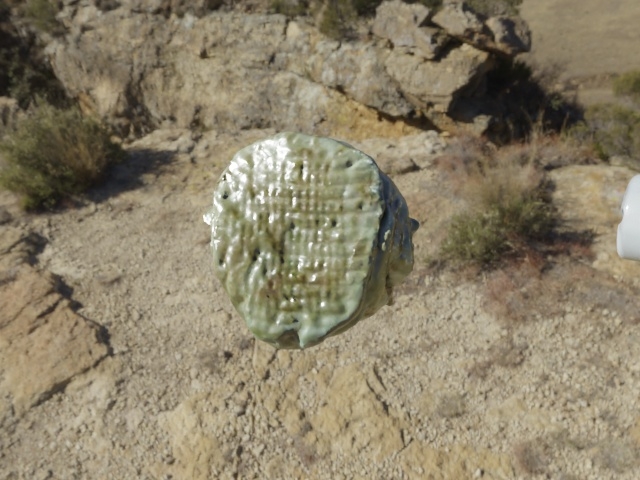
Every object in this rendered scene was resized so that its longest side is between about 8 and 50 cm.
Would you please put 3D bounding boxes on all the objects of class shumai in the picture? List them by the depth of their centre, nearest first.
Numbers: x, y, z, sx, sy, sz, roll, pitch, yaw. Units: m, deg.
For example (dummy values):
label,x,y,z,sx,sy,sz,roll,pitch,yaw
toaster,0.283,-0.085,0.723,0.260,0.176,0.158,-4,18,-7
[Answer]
label,x,y,z,sx,sy,sz,roll,pitch,yaw
shumai,-0.004,-0.005,0.504,0.184,0.184,0.142,-3,-6,9

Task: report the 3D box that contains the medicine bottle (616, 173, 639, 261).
label,x,y,z,sx,sy,sz,roll,pitch,yaw
medicine bottle,0.527,-0.001,0.608,0.351,0.110,0.110,12,39,35
